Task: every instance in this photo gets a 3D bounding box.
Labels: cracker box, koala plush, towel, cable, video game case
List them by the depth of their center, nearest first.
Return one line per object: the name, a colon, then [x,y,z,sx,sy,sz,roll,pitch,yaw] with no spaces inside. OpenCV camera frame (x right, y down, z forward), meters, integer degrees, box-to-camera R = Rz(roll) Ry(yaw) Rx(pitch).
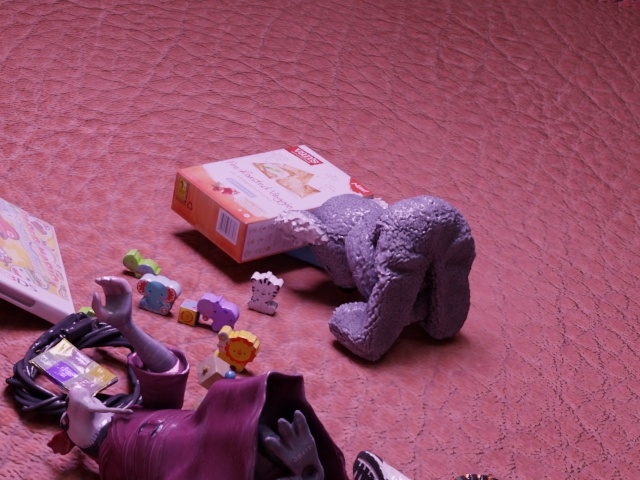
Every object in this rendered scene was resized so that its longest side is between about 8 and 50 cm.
towel: [-0.263,0.139,1.485,0.083,0.009,0.060,33,37,20]
cable: [-0.256,0.150,1.526,0.150,0.047,0.184,30,34,15]
video game case: [-0.398,-0.002,1.671,0.206,0.026,0.227,31,16,-31]
koala plush: [0.067,0.008,1.776,0.196,0.203,0.221,-10,30,-39]
cracker box: [-0.064,-0.055,1.896,0.232,0.067,0.156,-14,38,-41]

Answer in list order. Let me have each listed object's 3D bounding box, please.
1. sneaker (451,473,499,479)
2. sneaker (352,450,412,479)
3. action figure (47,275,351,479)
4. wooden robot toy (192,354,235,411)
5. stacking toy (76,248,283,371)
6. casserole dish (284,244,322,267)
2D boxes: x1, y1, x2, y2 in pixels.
sneaker: [0.203,0.296,1.395,0.221,0.087,0.083,23,47,-17]
sneaker: [0.076,0.261,1.463,0.044,0.040,0.109,9,25,-46]
action figure: [-0.118,0.201,1.317,0.370,0.248,0.276,6,-21,48]
wooden robot toy: [-0.084,0.203,1.494,0.079,0.076,0.173,38,8,-39]
stacking toy: [-0.164,0.074,1.697,0.221,0.052,0.167,15,26,6]
casserole dish: [0.000,0.000,1.933,0.188,0.037,0.114,19,28,15]
